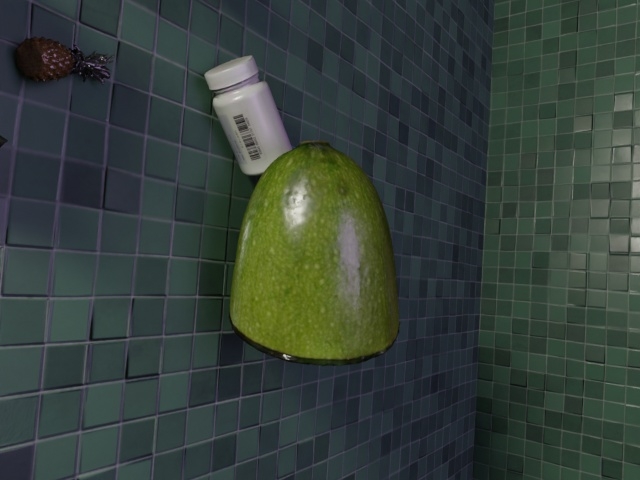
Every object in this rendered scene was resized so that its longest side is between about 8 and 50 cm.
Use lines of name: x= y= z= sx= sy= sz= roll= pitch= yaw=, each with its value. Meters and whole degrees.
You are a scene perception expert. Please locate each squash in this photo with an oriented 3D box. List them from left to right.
squash: x=0.006 y=-0.002 z=0.881 sx=0.310 sy=0.310 sz=0.309 roll=-25 pitch=129 yaw=-51

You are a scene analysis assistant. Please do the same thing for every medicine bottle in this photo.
medicine bottle: x=-0.124 y=-0.216 z=0.919 sx=0.103 sy=0.102 sz=0.187 roll=-49 pitch=129 yaw=-41

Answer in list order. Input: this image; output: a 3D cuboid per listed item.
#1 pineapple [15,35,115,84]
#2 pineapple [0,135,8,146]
pineapple: x=-0.330 y=-0.234 z=0.691 sx=0.124 sy=0.058 sz=0.058 roll=-31 pitch=117 yaw=-65
pineapple: x=-0.401 y=-0.238 z=0.523 sx=0.170 sy=0.141 sz=0.310 roll=-67 pitch=154 yaw=-66
